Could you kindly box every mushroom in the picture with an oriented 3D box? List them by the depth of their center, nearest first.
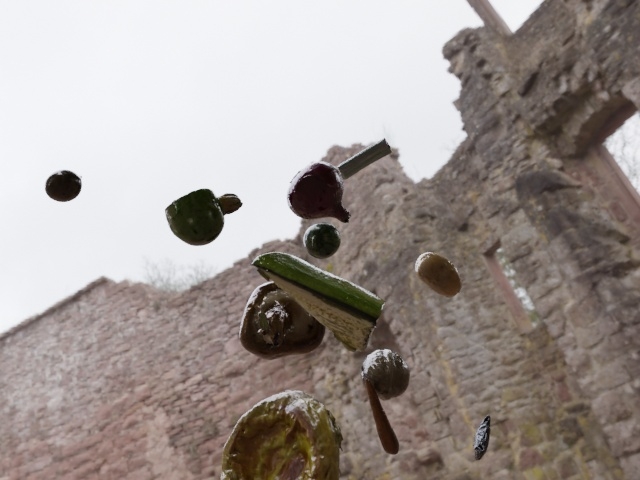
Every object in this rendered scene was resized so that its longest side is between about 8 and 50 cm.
[{"bbox_3d":[-0.137,0.302,2.312,0.346,0.345,0.259,-9,-29,-21],"label":"mushroom"}]

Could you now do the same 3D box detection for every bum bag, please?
[{"bbox_3d":[0.409,0.502,1.544,0.124,0.034,0.057,-55,-11,-47],"label":"bum bag"}]

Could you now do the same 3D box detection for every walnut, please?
[{"bbox_3d":[0.183,0.380,1.735,0.140,0.140,0.162,-20,5,-2],"label":"walnut"}]

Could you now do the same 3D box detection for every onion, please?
[{"bbox_3d":[0.002,-0.125,1.865,0.195,0.218,0.140,-45,-4,21],"label":"onion"}]

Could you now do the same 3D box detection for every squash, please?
[{"bbox_3d":[-0.006,0.103,1.167,0.252,0.093,0.169,25,-31,9],"label":"squash"}]

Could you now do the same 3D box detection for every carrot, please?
[{"bbox_3d":[0.159,0.471,1.639,0.048,0.216,0.048,-20,-4,-2],"label":"carrot"}]

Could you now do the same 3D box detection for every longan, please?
[{"bbox_3d":[-0.722,-0.156,1.728,0.113,0.092,0.113,-33,5,3],"label":"longan"}]

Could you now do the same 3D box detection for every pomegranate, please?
[{"bbox_3d":[-0.377,-0.068,1.992,0.190,0.159,0.241,-34,-9,36],"label":"pomegranate"}]

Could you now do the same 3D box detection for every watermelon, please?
[{"bbox_3d":[0.002,-0.002,1.593,0.109,0.108,0.109,-16,-27,-9],"label":"watermelon"}]

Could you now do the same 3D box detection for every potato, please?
[{"bbox_3d":[0.395,0.112,2.031,0.109,0.178,0.118,-51,-1,-9],"label":"potato"}]

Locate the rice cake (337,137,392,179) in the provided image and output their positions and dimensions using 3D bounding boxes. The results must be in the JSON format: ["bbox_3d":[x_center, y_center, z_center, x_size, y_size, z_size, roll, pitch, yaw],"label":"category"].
[{"bbox_3d":[0.169,-0.314,2.334,0.222,0.042,0.080,-30,-34,1],"label":"rice cake"}]

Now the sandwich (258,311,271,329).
[{"bbox_3d":[-0.182,0.275,2.002,0.031,0.044,0.083,-15,-47,5],"label":"sandwich"}]

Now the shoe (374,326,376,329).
[{"bbox_3d":[0.141,0.274,2.200,0.062,0.053,0.159,20,-3,-40],"label":"shoe"}]

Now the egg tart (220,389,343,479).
[{"bbox_3d":[-0.062,0.428,1.123,0.295,0.294,0.116,-33,-44,23],"label":"egg tart"}]
